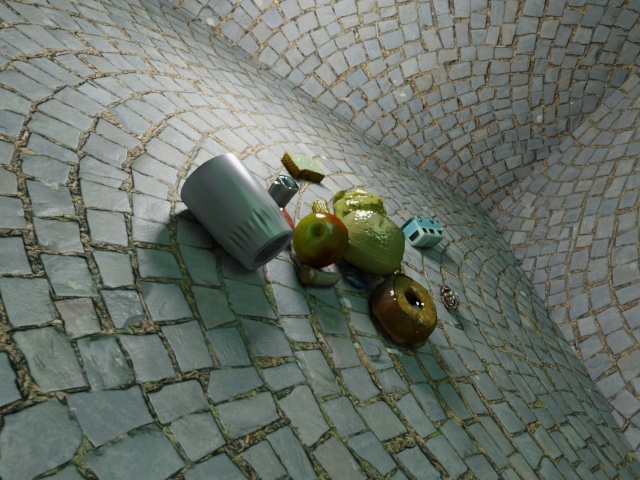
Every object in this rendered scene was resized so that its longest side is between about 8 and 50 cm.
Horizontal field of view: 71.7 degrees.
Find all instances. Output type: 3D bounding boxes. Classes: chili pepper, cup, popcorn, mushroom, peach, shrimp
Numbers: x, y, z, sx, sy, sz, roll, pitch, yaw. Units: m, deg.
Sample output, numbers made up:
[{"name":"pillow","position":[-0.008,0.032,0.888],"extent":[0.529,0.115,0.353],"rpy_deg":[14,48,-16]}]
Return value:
[{"name":"chili pepper","position":[-0.172,-0.092,1.823],"extent":[0.192,0.084,0.086],"rpy_deg":[55,15,19]},{"name":"cup","position":[-0.177,-0.217,1.946],"extent":[0.128,0.129,0.095],"rpy_deg":[-1,47,-50]},{"name":"popcorn","position":[0.189,-0.136,2.163],"extent":[0.250,0.235,0.241],"rpy_deg":[16,58,-20]},{"name":"mushroom","position":[0.001,0.140,1.709],"extent":[0.209,0.071,0.084],"rpy_deg":[12,8,-45]},{"name":"peach","position":[0.000,0.000,1.738],"extent":[0.231,0.231,0.230],"rpy_deg":[29,30,-18]},{"name":"cup","position":[-0.281,-0.100,1.528],"extent":[0.371,0.253,0.253],"rpy_deg":[48,29,13]},{"name":"shrimp","position":[0.656,0.297,2.217],"extent":[0.232,0.090,0.079],"rpy_deg":[-100,166,-65]}]

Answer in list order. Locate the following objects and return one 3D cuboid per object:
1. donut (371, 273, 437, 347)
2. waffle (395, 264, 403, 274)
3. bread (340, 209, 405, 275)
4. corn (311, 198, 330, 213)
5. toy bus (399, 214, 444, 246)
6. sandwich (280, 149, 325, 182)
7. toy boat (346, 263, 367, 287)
[{"name":"donut","position":[0.343,0.281,1.817],"extent":[0.300,0.150,0.317],"rpy_deg":[8,40,-39]},{"name":"waffle","position":[0.297,0.084,2.156],"extent":[0.244,0.058,0.237],"rpy_deg":[6,45,-42]},{"name":"bread","position":[0.209,0.022,1.917],"extent":[0.321,0.237,0.320],"rpy_deg":[27,-15,8]},{"name":"corn","position":[0.014,-0.105,2.064],"extent":[0.080,0.080,0.238],"rpy_deg":[16,38,-36]},{"name":"toy bus","position":[0.615,-0.042,2.623],"extent":[0.272,0.133,0.164],"rpy_deg":[4,49,-43]},{"name":"sandwich","position":[-0.095,-0.394,2.370],"extent":[0.215,0.065,0.186],"rpy_deg":[5,43,-47]},{"name":"toy boat","position":[0.155,0.158,1.909],"extent":[0.106,0.034,0.149],"rpy_deg":[30,17,-11]}]
